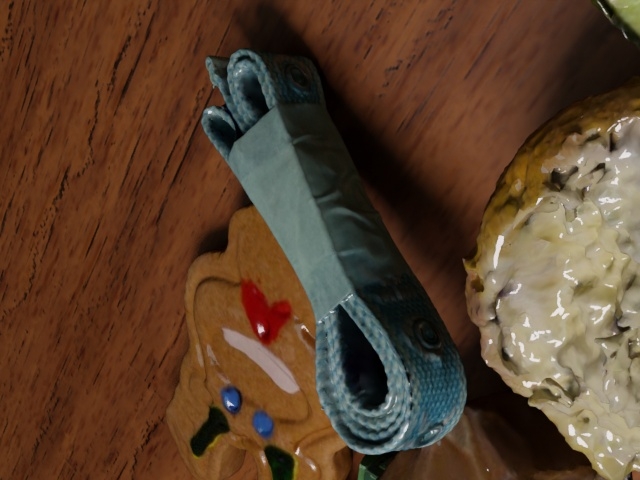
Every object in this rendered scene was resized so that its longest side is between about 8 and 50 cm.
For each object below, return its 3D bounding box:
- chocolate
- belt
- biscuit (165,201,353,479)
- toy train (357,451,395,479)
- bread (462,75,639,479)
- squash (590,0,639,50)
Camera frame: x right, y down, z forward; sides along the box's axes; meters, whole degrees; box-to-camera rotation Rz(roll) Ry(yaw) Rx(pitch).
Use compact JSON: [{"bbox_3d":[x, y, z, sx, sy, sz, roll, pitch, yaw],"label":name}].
[{"bbox_3d":[0.102,0.185,0.865,0.214,0.148,0.093,-48,52,41],"label":"chocolate"},{"bbox_3d":[0.000,0.000,0.810,0.087,0.072,0.302,-44,61,38],"label":"belt"},{"bbox_3d":[-0.039,0.102,0.971,0.202,0.047,0.334,36,129,27],"label":"biscuit"},{"bbox_3d":[0.056,0.210,0.992,0.056,0.038,0.093,29,131,29],"label":"toy train"},{"bbox_3d":[0.219,0.027,0.677,0.274,0.149,0.274,14,121,25],"label":"bread"},{"bbox_3d":[0.172,-0.183,0.536,0.133,0.220,0.220,-20,103,45],"label":"squash"}]
